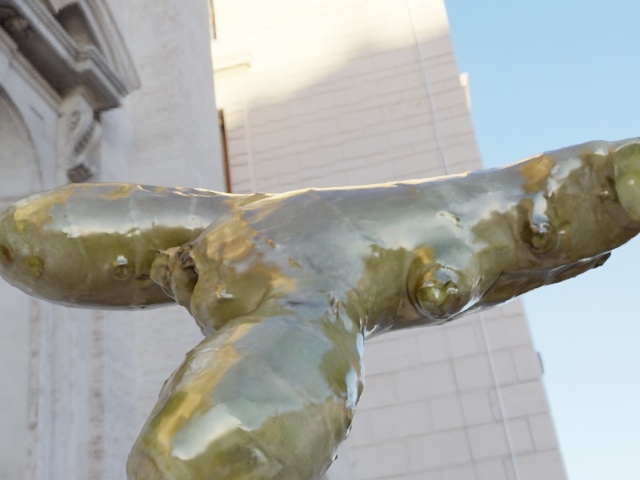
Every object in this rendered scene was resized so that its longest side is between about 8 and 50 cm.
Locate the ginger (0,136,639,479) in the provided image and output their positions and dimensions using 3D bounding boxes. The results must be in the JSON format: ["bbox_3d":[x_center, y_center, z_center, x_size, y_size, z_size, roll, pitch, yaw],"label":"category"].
[{"bbox_3d":[-0.005,0.012,0.543,0.348,0.122,0.363,-16,17,-27],"label":"ginger"}]
